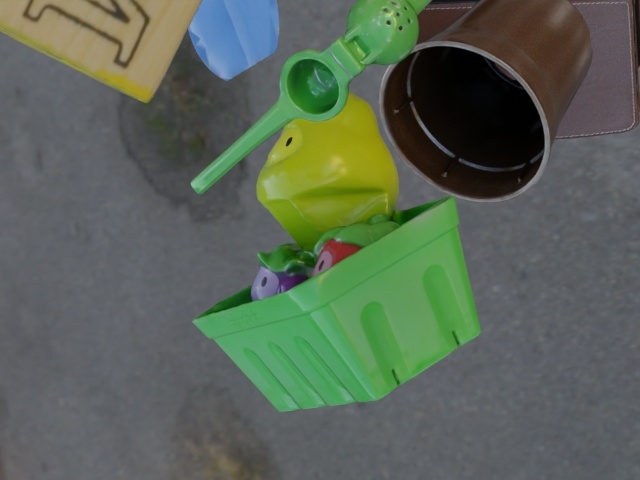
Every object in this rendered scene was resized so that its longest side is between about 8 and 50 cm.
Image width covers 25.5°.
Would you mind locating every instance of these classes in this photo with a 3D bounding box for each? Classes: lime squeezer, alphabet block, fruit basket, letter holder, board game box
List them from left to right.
[{"bbox_3d":[-0.203,-0.249,1.102,0.192,0.193,0.197,26,90,41],"label":"alphabet block"},{"bbox_3d":[-0.101,-0.283,1.792,0.169,0.033,0.133,-24,86,46],"label":"board game box"},{"bbox_3d":[0.000,0.000,1.737,0.392,0.283,0.392,41,148,34],"label":"fruit basket"},{"bbox_3d":[0.014,-0.143,1.095,0.059,0.310,0.110,49,-179,-20],"label":"lime squeezer"},{"bbox_3d":[0.249,-0.250,1.773,0.302,0.152,0.214,0,131,17],"label":"letter holder"}]

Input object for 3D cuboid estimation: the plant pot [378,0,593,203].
[{"bbox_3d":[0.165,-0.147,1.305,0.167,0.165,0.167,20,134,22],"label":"plant pot"}]
